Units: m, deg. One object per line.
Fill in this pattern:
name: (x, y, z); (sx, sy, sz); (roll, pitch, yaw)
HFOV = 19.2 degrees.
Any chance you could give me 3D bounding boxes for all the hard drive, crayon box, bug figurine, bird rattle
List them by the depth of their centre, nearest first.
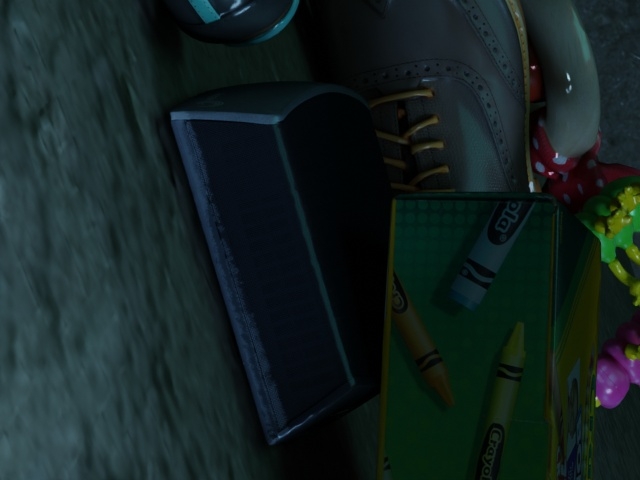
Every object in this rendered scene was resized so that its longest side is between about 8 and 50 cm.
crayon box: (0.082, 0.124, 0.911); (0.165, 0.081, 0.278); (23, 70, -74)
hard drive: (0.000, 0.000, 0.941); (0.255, 0.054, 0.172); (-24, 97, -77)
bug figurine: (0.143, 0.072, 1.173); (0.072, 0.216, 0.279); (37, -21, 46)
bird rattle: (0.141, -0.107, 1.331); (0.207, 0.143, 0.253); (81, -10, -47)

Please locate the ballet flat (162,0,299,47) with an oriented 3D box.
ballet flat: (-0.055, -0.224, 0.911); (0.096, 0.095, 0.280); (39, 35, -49)

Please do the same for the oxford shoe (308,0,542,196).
oxford shoe: (0.072, -0.069, 1.189); (0.132, 0.130, 0.363); (-71, 143, -59)
